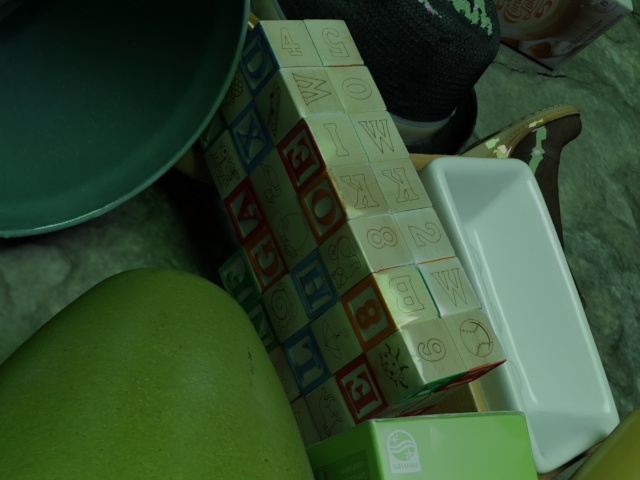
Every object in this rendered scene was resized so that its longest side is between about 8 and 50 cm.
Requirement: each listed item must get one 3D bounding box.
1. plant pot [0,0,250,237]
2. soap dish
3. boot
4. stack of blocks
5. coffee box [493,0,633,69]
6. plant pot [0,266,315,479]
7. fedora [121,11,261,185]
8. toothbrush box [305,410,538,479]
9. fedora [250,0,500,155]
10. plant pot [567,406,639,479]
[{"bbox_3d":[-0.224,-0.177,0.806,0.293,0.293,0.196,-4,38,-43],"label":"plant pot"},{"bbox_3d":[0.140,0.069,0.992,0.229,0.118,0.291,-5,74,-57],"label":"soap dish"},{"bbox_3d":[0.225,-0.019,1.192,0.248,0.090,0.207,-30,92,-33],"label":"boot"},{"bbox_3d":[0.000,0.000,0.872,0.087,0.171,0.297,-10,69,-39],"label":"stack of blocks"},{"bbox_3d":[0.246,-0.329,1.399,0.246,0.141,0.098,21,50,-28],"label":"coffee box"},{"bbox_3d":[-0.114,0.153,0.684,0.275,0.275,0.293,35,27,-18],"label":"plant pot"},{"bbox_3d":[-0.106,-0.127,0.993,0.194,0.079,0.194,16,62,-32],"label":"fedora"},{"bbox_3d":[0.054,0.271,0.725,0.122,0.206,0.283,3,67,-28],"label":"toothbrush box"},{"bbox_3d":[0.071,-0.244,1.175,0.334,0.152,0.334,23,49,-29],"label":"fedora"},{"bbox_3d":[0.266,0.263,0.878,0.254,0.254,0.239,44,58,-9],"label":"plant pot"}]
